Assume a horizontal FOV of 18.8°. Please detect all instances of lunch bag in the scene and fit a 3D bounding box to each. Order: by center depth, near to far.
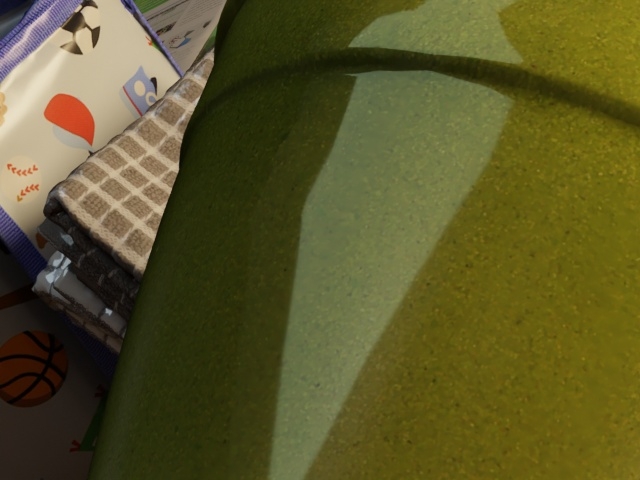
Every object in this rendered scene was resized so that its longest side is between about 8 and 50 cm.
[{"bbox_3d":[-0.216,0.040,1.298,0.385,0.328,0.239,-38,27,-7],"label":"lunch bag"}]

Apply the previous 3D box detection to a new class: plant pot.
[{"bbox_3d":[0.053,0.115,0.787,0.366,0.366,0.353,-10,46,49],"label":"plant pot"}]

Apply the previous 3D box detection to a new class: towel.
[{"bbox_3d":[0.000,0.000,1.134,0.235,0.284,0.121,-49,-16,-21],"label":"towel"}]

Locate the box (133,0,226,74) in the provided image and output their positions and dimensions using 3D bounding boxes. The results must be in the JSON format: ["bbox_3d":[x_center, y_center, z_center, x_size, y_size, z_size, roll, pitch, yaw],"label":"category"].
[{"bbox_3d":[-0.158,-0.192,2.018,0.232,0.058,0.322,-21,29,35],"label":"box"}]
